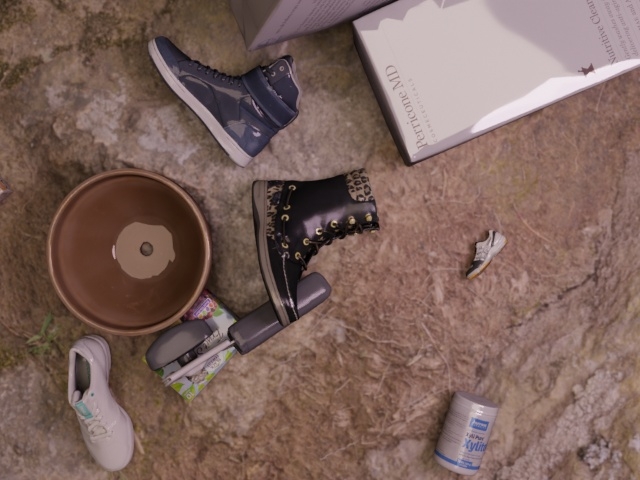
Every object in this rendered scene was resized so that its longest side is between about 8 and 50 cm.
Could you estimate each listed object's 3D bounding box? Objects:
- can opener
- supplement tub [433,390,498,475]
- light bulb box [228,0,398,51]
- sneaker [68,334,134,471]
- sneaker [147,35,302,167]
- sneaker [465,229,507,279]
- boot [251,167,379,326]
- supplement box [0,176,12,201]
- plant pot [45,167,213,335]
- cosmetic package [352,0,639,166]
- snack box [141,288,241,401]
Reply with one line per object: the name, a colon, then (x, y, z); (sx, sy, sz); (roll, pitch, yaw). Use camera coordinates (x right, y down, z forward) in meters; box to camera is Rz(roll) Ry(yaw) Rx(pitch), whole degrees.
can opener: (-0.116, 0.123, 1.141); (0.280, 0.074, 0.093); (-28, 84, -13)
supplement tub: (0.214, 0.284, 1.166); (0.071, 0.071, 0.107); (18, 94, 2)
light bulb box: (0.027, -0.485, 1.012); (0.361, 0.225, 0.357); (-22, 91, -21)
sneaker: (-0.341, 0.251, 1.181); (0.080, 0.094, 0.212); (-15, 91, 2)
sneaker: (-0.127, -0.243, 1.150); (0.163, 0.086, 0.226); (-39, 99, 14)
sneaker: (0.240, 0.021, 1.179); (0.037, 0.032, 0.083); (41, 88, 15)
boot: (0.000, -0.002, 1.123); (0.179, 0.085, 0.236); (-10, 57, 0)
supplement box: (-0.532, -0.067, 1.208); (0.098, 0.036, 0.062); (-39, 89, 4)
plant pot: (-0.269, 0.016, 1.162); (0.237, 0.110, 0.237); (0, 91, 2)
cosmetic package: (0.256, -0.273, 1.102); (0.385, 0.156, 0.217); (-25, 92, 3)
snack box: (-0.185, 0.159, 1.197); (0.100, 0.037, 0.141); (42, 92, -1)
